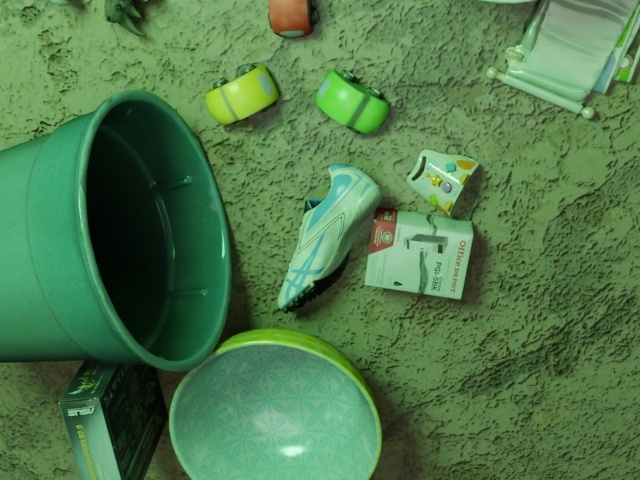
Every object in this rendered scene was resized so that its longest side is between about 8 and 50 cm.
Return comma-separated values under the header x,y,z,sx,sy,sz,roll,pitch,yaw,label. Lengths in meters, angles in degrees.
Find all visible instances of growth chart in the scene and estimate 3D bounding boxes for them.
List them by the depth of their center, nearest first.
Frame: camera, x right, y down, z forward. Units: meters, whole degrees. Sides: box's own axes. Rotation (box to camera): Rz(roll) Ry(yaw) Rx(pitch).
x,y,z,sx,sy,sz,roll,pitch,yaw,label
0.336,-0.266,0.984,0.171,0.021,0.237,27,112,-5,growth chart

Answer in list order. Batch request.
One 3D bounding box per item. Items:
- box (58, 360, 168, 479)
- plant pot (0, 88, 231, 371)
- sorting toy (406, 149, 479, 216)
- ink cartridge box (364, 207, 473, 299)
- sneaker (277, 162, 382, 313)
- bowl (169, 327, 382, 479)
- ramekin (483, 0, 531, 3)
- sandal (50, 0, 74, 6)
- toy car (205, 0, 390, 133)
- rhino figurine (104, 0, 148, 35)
x,y,z,sx,sy,sz,roll,pitch,yaw,label
-0.284,0.241,1.140,0.056,0.231,0.183,-6,111,5,box
-0.337,0.012,1.023,0.333,0.341,0.341,-9,110,18,plant pot
0.156,-0.082,1.072,0.075,0.045,0.083,31,112,15,sorting toy
0.133,0.017,1.098,0.135,0.056,0.099,8,111,4,ink cartridge box
0.000,0.000,1.103,0.086,0.085,0.237,41,118,21,sneaker
-0.054,0.234,1.150,0.289,0.156,0.290,2,111,6,bowl
0.208,-0.403,0.875,0.277,0.135,0.277,3,108,9,ramekin
-0.369,-0.413,0.973,0.076,0.102,0.265,-31,113,15,sandal
-0.013,-0.207,1.029,0.224,0.053,0.239,30,112,-5,toy car
-0.263,-0.368,0.986,0.106,0.073,0.243,-13,111,14,rhino figurine
